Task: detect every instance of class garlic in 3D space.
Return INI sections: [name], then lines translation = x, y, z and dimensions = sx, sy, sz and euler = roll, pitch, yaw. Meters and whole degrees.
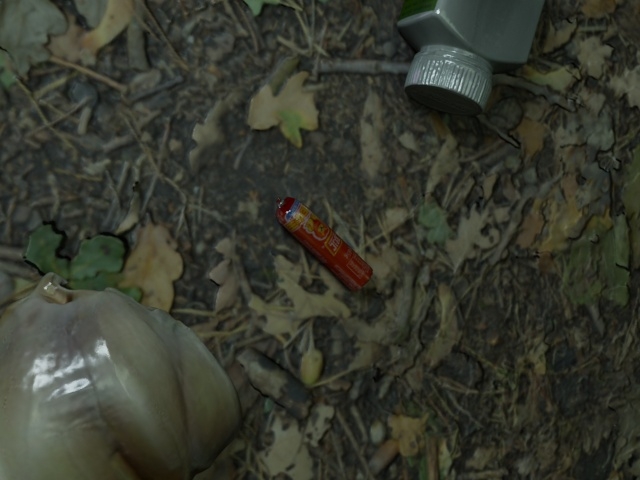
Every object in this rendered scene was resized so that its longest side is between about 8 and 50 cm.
[garlic]
translation = -0.192, 0.146, 0.730
dimensions = 0.217, 0.110, 0.228
euler = -38, 110, -16

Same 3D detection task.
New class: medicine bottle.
[medicine bottle]
translation = 0.156, -0.234, 0.888
dimensions = 0.132, 0.088, 0.188
euler = 21, 84, -27

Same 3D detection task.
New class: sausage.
[sausage]
translation = 0.000, 0.000, 0.856
dimensions = 0.129, 0.034, 0.034
euler = 44, 74, -23
